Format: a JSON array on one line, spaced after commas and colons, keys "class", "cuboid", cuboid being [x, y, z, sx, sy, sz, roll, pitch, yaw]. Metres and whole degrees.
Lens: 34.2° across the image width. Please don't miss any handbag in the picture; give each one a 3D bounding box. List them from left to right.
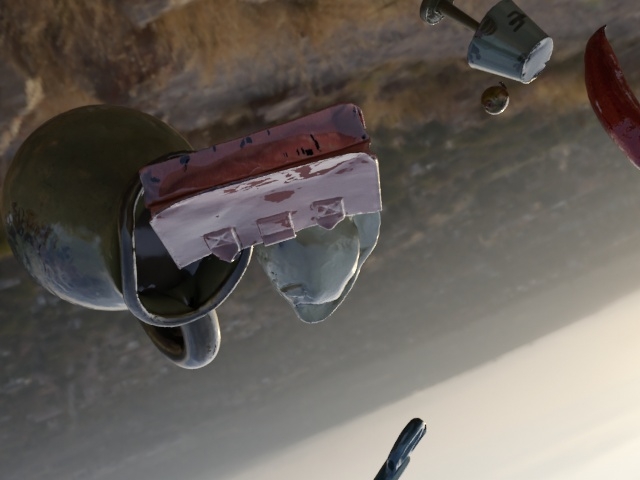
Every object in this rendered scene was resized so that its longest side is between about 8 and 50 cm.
[{"class": "handbag", "cuboid": [-0.052, -0.045, 0.975, 0.213, 0.059, 0.157, -17, 157, 0]}]

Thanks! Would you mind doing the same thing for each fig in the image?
[{"class": "fig", "cuboid": [0.320, -0.262, 1.875, 0.050, 0.050, 0.083, -35, -168, 44]}]

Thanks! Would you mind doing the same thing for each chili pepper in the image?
[{"class": "chili pepper", "cuboid": [0.584, -0.241, 1.938, 0.137, 0.368, 0.092, -23, 168, -24]}]

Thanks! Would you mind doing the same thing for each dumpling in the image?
[{"class": "dumpling", "cuboid": [0.000, 0.000, 2.010, 0.243, 0.187, 0.318, -31, 138, -19]}]

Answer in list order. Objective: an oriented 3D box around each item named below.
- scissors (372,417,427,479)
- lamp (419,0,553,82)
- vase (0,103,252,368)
[{"class": "scissors", "cuboid": [0.092, 0.421, 1.719, 0.289, 0.041, 0.138, -57, 163, -9]}, {"class": "lamp", "cuboid": [0.259, -0.334, 1.645, 0.121, 0.215, 0.121, -37, 150, -25]}, {"class": "vase", "cuboid": [-0.201, 0.014, 1.202, 0.241, 0.329, 0.302, -35, -142, -27]}]
